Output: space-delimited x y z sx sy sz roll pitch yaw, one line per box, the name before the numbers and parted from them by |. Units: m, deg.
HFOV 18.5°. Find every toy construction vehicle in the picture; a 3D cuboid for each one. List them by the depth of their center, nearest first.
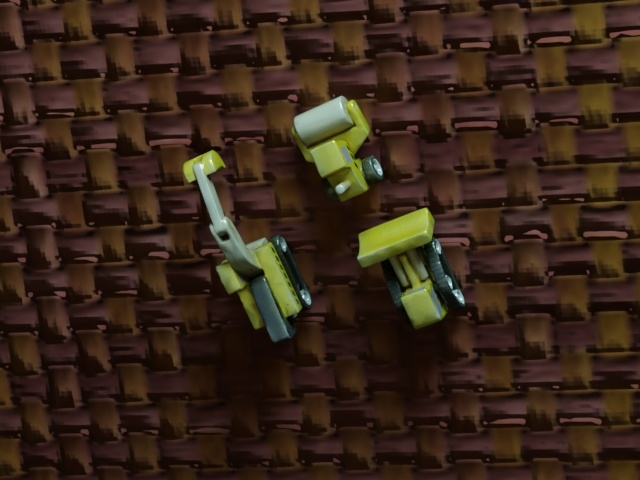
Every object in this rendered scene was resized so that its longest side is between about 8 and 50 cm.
toy construction vehicle | 0.000 0.000 0.774 0.086 0.035 0.098 -19 103 18
